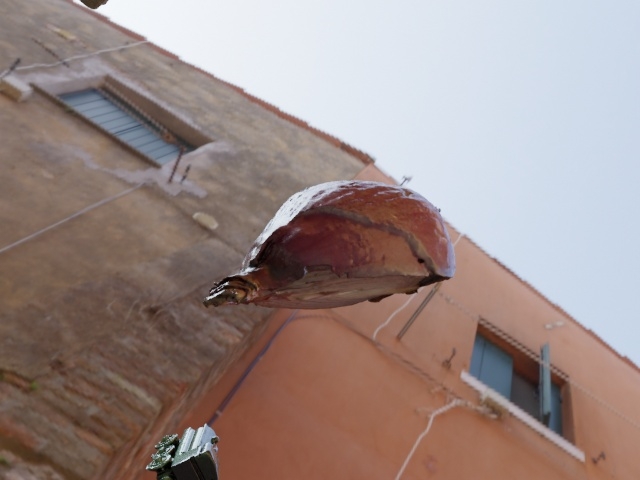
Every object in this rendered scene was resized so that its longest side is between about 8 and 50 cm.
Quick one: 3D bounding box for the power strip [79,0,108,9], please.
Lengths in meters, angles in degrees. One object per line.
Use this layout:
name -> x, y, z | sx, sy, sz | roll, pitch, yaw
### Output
power strip -> -0.312, -0.383, 1.039 | 0.198, 0.213, 0.064 | 40, -105, -21

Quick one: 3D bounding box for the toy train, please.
toy train -> -0.209, 0.346, 1.366 | 0.111, 0.170, 0.071 | -22, -82, 2

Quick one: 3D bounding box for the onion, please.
onion -> 0.000, 0.000, 1.109 | 0.267, 0.348, 0.159 | -21, -106, 42
